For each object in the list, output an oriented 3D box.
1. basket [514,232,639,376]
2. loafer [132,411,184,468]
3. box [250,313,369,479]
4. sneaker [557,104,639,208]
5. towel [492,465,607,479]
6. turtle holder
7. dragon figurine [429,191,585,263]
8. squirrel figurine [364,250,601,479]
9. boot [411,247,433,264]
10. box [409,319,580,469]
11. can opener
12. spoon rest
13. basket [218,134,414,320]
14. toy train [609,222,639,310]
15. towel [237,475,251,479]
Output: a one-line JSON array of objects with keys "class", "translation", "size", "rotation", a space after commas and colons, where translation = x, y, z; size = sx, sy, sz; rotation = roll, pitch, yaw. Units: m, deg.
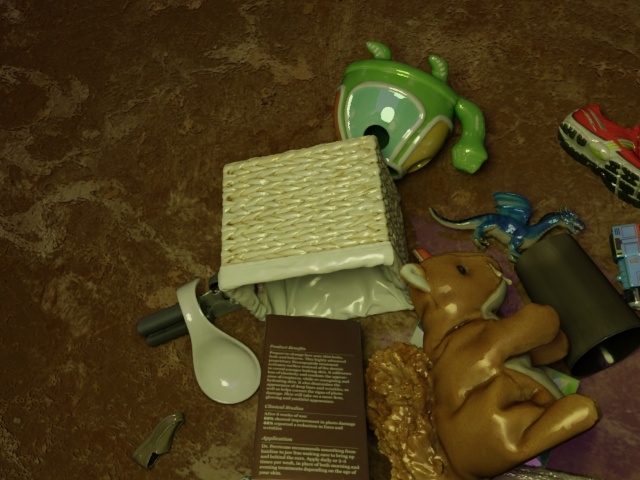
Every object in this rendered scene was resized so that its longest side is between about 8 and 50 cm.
[{"class": "basket", "translation": [0.471, 0.112, 1.246], "size": [0.154, 0.204, 0.226], "rotation": [-28, 59, 6]}, {"class": "loafer", "translation": [-0.337, 0.427, 1.435], "size": [0.050, 0.056, 0.148], "rotation": [44, 98, 22]}, {"class": "box", "translation": [-0.021, 0.311, 1.212], "size": [0.191, 0.143, 0.381], "rotation": [5, 38, -3]}, {"class": "sneaker", "translation": [0.608, -0.172, 1.335], "size": [0.118, 0.107, 0.279], "rotation": [-38, 70, -8]}, {"class": "towel", "translation": [0.387, 0.486, 1.175], "size": [0.282, 0.049, 0.187], "rotation": [7, 103, 19]}, {"class": "turtle holder", "translation": [0.177, -0.243, 1.420], "size": [0.321, 0.243, 0.227], "rotation": [24, 80, -14]}, {"class": "dragon figurine", "translation": [0.377, -0.044, 1.365], "size": [0.289, 0.085, 0.144], "rotation": [24, 81, 20]}, {"class": "squirrel figurine", "translation": [0.221, 0.216, 1.142], "size": [0.397, 0.281, 0.370], "rotation": [-34, 65, 16]}, {"class": "boot", "translation": [0.262, 0.058, 1.384], "size": [0.158, 0.059, 0.084], "rotation": [42, 85, 14]}, {"class": "box", "translation": [0.297, 0.309, 1.292], "size": [0.322, 0.058, 0.232], "rotation": [22, 81, 19]}, {"class": "can opener", "translation": [-0.272, 0.143, 1.507], "size": [0.284, 0.076, 0.095], "rotation": [-23, 36, 8]}, {"class": "spoon rest", "translation": [-0.226, 0.216, 1.413], "size": [0.137, 0.084, 0.276], "rotation": [-28, 91, 6]}, {"class": "basket", "translation": [0.000, 0.000, 1.331], "size": [0.332, 0.328, 0.266], "rotation": [-11, 67, 12]}, {"class": "toy train", "translation": [0.615, 0.051, 1.277], "size": [0.105, 0.080, 0.184], "rotation": [-10, 73, 22]}, {"class": "towel", "translation": [-0.169, 0.545, 1.254], "size": [0.284, 0.235, 0.121], "rotation": [-40, 62, 1]}]
